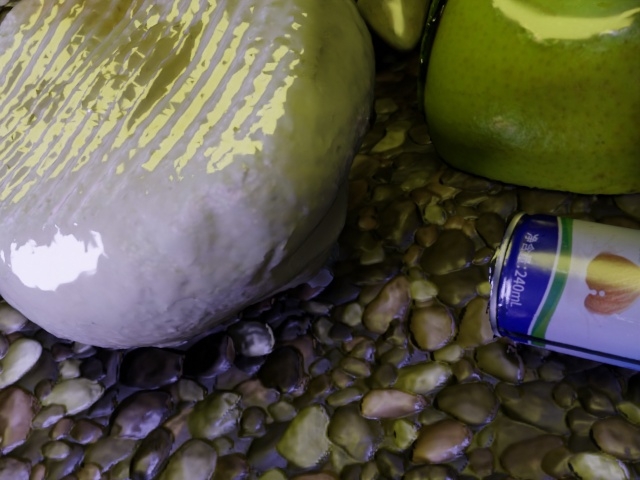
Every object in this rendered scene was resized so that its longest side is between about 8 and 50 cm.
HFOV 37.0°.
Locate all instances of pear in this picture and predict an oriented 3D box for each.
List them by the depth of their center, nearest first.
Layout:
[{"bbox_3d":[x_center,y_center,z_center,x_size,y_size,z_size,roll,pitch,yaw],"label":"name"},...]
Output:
[{"bbox_3d":[0.243,-0.166,0.785,0.292,0.159,0.292,-7,48,7],"label":"pear"}]

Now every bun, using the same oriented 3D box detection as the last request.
[{"bbox_3d":[-0.112,-0.074,0.755,0.365,0.219,0.365,-13,56,19],"label":"bun"}]

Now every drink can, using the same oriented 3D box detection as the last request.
[{"bbox_3d":[0.236,0.044,0.633,0.235,0.097,0.097,12,53,26],"label":"drink can"}]

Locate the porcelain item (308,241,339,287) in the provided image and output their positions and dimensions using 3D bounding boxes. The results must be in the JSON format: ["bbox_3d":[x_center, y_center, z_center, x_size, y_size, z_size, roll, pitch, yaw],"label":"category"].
[{"bbox_3d":[0.000,0.000,0.792,0.036,0.028,0.083,7,47,1],"label":"porcelain item"}]

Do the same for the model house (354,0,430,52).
[{"bbox_3d":[0.061,-0.269,0.923,0.267,0.194,0.325,-16,54,10],"label":"model house"}]
